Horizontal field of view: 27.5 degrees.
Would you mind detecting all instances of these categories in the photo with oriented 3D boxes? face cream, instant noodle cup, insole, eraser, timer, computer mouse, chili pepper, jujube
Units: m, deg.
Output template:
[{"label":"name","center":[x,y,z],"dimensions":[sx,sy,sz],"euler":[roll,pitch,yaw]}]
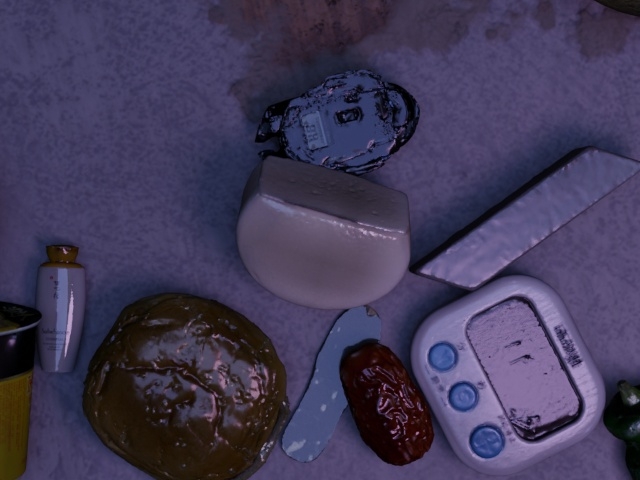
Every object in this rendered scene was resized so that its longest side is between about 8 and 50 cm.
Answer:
[{"label":"face cream","center":[-0.373,0.097,1.874],"dimensions":[0.072,0.051,0.182],"euler":[3,89,3]},{"label":"instant noodle cup","center":[-0.488,0.215,1.809],"dimensions":[0.215,0.215,0.236],"euler":[-1,97,-1]},{"label":"insole","center":[0.018,0.208,1.900],"dimensions":[0.081,0.011,0.248],"euler":[27,89,0]},{"label":"eraser","center":[0.291,-0.030,1.853],"dimensions":[0.352,0.111,0.077],"euler":[-35,93,-1]},{"label":"timer","center":[0.265,0.191,1.866],"dimensions":[0.237,0.087,0.262],"euler":[-27,91,0]},{"label":"computer mouse","center":[0.025,-0.159,1.866],"dimensions":[0.241,0.077,0.146],"euler":[-12,90,3]},{"label":"chili pepper","center":[0.482,0.304,1.846],"dimensions":[0.136,0.099,0.270],"euler":[-27,105,8]},{"label":"jujube","center":[0.090,0.231,1.845],"dimensions":[0.109,0.112,0.176],"euler":[-34,99,-43]}]

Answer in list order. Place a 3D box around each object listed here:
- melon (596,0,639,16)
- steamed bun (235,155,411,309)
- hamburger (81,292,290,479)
[{"label":"melon","center":[0.460,-0.424,1.791],"dimensions":[0.301,0.237,0.237],"euler":[10,90,0]},{"label":"steamed bun","center":[0.000,0.000,1.814],"dimensions":[0.241,0.146,0.164],"euler":[16,118,-5]},{"label":"hamburger","center":[-0.184,0.214,1.838],"dimensions":[0.285,0.134,0.265],"euler":[29,88,1]}]
